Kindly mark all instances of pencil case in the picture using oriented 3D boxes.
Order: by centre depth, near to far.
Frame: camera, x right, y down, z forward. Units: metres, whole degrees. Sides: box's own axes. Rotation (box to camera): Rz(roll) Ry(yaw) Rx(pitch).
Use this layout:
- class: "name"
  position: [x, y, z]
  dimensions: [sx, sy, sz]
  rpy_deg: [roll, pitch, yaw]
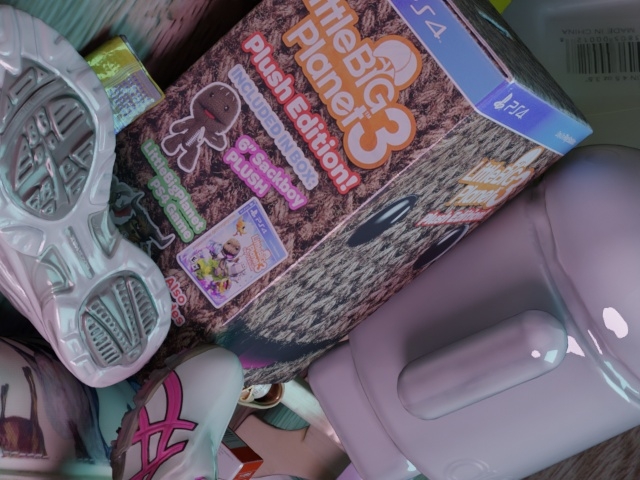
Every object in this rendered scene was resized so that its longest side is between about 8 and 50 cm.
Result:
- class: "pencil case"
  position: [-0.195, 0.125, 0.890]
  dimensions: [0.410, 0.183, 0.160]
  rpy_deg: [28, 68, -70]

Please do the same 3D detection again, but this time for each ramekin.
- class: "ramekin"
  position: [0.251, -0.123, 1.272]
  dimensions: [0.277, 0.277, 0.135]
  rpy_deg: [-43, 153, -17]

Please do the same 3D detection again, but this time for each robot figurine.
- class: "robot figurine"
  position: [0.163, 0.059, 1.110]
  dimensions: [0.353, 0.200, 0.300]
  rpy_deg: [-31, 180, 28]

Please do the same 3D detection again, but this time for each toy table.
- class: "toy table"
  position: [0.026, 0.185, 1.540]
  dimensions: [0.274, 0.161, 0.252]
  rpy_deg: [-45, 162, -8]

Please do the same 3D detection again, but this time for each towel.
- class: "towel"
  position: [-0.133, -0.077, 0.863]
  dimensions: [0.083, 0.009, 0.060]
  rpy_deg: [-38, 140, -10]

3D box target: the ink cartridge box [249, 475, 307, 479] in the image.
- class: "ink cartridge box"
  position: [-0.030, 0.336, 1.784]
  dimensions: [0.198, 0.115, 0.273]
  rpy_deg: [-53, 161, 16]

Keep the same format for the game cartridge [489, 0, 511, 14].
- class: "game cartridge"
  position: [0.148, -0.295, 1.045]
  dimensions: [0.324, 0.052, 0.285]
  rpy_deg: [-54, 161, 10]

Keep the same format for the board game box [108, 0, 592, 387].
- class: "board game box"
  position: [0.003, -0.045, 0.977]
  dimensions: [0.291, 0.141, 0.232]
  rpy_deg: [-41, 164, 15]

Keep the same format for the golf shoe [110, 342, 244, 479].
- class: "golf shoe"
  position: [-0.081, 0.139, 0.827]
  dimensions: [0.186, 0.086, 0.067]
  rpy_deg: [-60, 152, -32]

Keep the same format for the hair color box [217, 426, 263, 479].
- class: "hair color box"
  position: [-0.141, 0.234, 1.369]
  dimensions: [0.167, 0.093, 0.053]
  rpy_deg: [-51, 161, 10]

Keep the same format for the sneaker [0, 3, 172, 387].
- class: "sneaker"
  position: [-0.165, -0.025, 0.809]
  dimensions: [0.090, 0.115, 0.232]
  rpy_deg: [-37, 132, -32]

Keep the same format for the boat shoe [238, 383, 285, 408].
- class: "boat shoe"
  position: [-0.067, 0.117, 1.353]
  dimensions: [0.063, 0.059, 0.170]
  rpy_deg: [-48, 162, -1]
